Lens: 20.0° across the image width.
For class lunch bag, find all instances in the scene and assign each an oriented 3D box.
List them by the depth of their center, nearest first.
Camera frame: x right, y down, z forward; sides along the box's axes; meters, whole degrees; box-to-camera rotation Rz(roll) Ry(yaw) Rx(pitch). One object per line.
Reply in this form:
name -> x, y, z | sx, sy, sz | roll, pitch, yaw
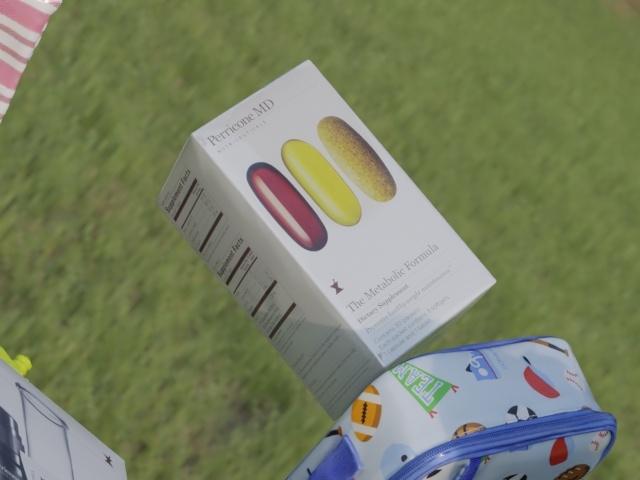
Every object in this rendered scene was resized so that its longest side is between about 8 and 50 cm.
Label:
lunch bag -> 0.073, 0.201, 1.444 | 0.243, 0.303, 0.115 | -8, 57, -39

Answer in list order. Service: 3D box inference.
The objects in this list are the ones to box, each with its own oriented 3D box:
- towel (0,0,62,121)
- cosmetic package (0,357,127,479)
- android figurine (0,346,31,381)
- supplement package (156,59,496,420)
towel -> -0.294, -0.131, 1.353 | 0.144, 0.197, 0.029 | 20, 26, -24
cosmetic package -> -0.262, 0.134, 1.105 | 0.377, 0.097, 0.284 | 45, 9, -28
android figurine -> -0.388, 0.182, 1.745 | 0.248, 0.056, 0.273 | 18, 43, 21
supplement package -> 0.000, 0.000, 1.502 | 0.244, 0.139, 0.134 | 50, -29, 7
